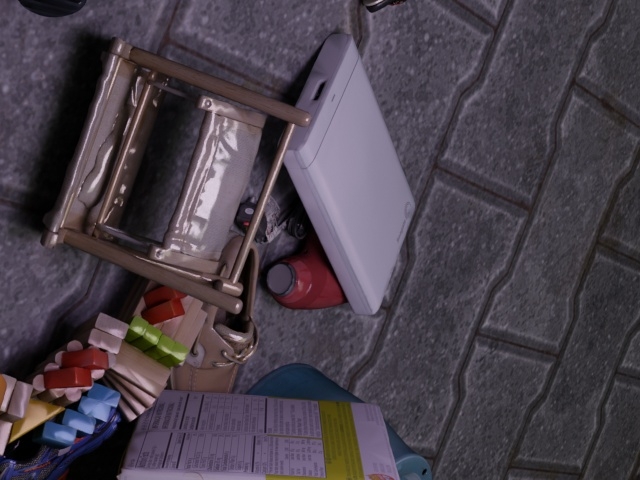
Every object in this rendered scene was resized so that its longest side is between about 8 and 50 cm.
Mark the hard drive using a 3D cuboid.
[{"bbox_3d":[0.047,-0.090,1.890,0.353,0.047,0.233,65,37,-44],"label":"hard drive"}]

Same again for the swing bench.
[{"bbox_3d":[-0.173,-0.080,1.556,0.165,0.254,0.253,-121,-128,-84],"label":"swing bench"}]

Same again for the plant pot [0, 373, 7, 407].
[{"bbox_3d":[-0.438,0.207,1.394,0.188,0.205,0.205,-66,146,-28],"label":"plant pot"}]

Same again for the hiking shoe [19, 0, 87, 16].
[{"bbox_3d":[-0.301,-0.390,1.347,0.132,0.113,0.304,-66,150,-59],"label":"hiking shoe"}]

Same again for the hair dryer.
[{"bbox_3d":[0.000,0.000,1.906,0.223,0.080,0.294,-46,138,-27],"label":"hair dryer"}]

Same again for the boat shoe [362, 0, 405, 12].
[{"bbox_3d":[0.111,-0.362,1.885,0.133,0.048,0.042,-42,128,-36],"label":"boat shoe"}]

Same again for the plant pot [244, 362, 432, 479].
[{"bbox_3d":[0.020,0.357,1.965,0.271,0.255,0.272,-26,126,-42],"label":"plant pot"}]

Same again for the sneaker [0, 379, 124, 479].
[{"bbox_3d":[-0.326,0.236,1.628,0.221,0.083,0.087,-52,132,-25],"label":"sneaker"}]

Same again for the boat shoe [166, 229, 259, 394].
[{"bbox_3d":[-0.140,0.130,1.782,0.109,0.098,0.302,-13,117,-47],"label":"boat shoe"}]

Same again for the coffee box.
[{"bbox_3d":[-0.087,0.403,1.648,0.338,0.334,0.338,-102,-163,-80],"label":"coffee box"}]

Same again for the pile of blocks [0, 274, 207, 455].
[{"bbox_3d":[-0.264,0.162,1.582,0.362,0.112,0.149,-37,95,-33],"label":"pile of blocks"}]
